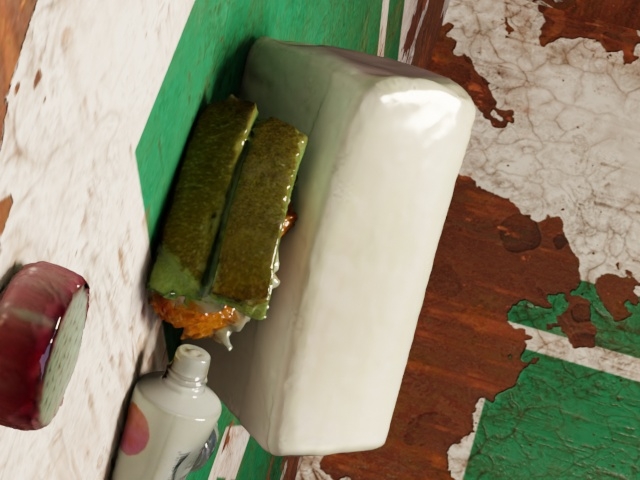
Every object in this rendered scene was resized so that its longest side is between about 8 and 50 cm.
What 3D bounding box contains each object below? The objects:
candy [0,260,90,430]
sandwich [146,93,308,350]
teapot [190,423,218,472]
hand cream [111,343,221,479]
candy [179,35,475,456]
[{"bbox_3d":[-0.170,0.063,1.027,0.103,0.043,0.103,16,90,-84],"label":"candy"},{"bbox_3d":[-0.070,-0.008,1.450,0.160,0.109,0.185,82,25,-70],"label":"sandwich"},{"bbox_3d":[-0.131,0.210,1.728,0.083,0.049,0.063,-36,142,-81],"label":"teapot"},{"bbox_3d":[-0.165,0.241,1.519,0.124,0.077,0.341,-59,172,-70],"label":"hand cream"},{"bbox_3d":[0.003,0.001,1.562,0.208,0.145,0.359,36,-63,54],"label":"candy"}]
